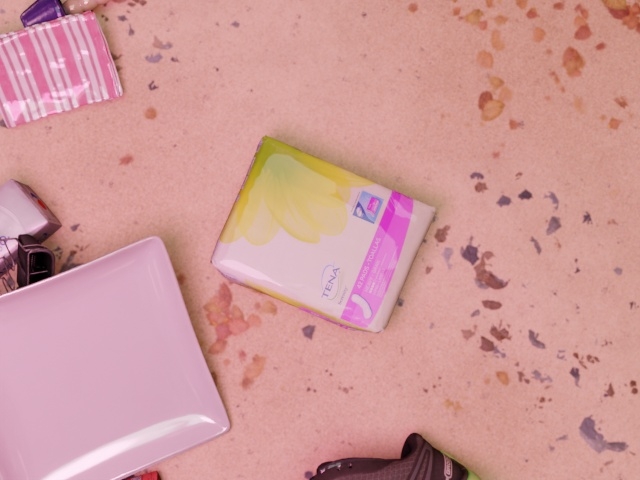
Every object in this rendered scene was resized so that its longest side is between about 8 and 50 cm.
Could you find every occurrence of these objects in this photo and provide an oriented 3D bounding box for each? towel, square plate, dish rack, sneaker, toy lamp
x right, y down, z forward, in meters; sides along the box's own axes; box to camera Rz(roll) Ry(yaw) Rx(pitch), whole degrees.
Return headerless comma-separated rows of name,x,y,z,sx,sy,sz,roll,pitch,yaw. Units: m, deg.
towel,-0.422,-0.265,1.429,0.197,0.029,0.144,-16,118,-2
square plate,-0.346,0.203,1.371,0.344,0.049,0.347,-22,109,-13
dish rack,-0.529,0.096,1.322,0.271,0.074,0.208,-9,127,-32
sneaker,0.021,0.434,1.326,0.483,0.185,0.202,-20,54,-36
toy lamp,-0.340,-0.394,1.450,0.274,0.080,0.080,-29,89,-5

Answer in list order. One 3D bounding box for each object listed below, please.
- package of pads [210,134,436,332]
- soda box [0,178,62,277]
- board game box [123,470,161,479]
package of pads,0.000,0.000,1.436,0.296,0.101,0.229,23,85,-1
soda box,-0.543,0.033,1.411,0.286,0.098,0.091,-41,90,-4
board game box,-0.300,0.453,1.313,0.145,0.281,0.027,-17,120,0
